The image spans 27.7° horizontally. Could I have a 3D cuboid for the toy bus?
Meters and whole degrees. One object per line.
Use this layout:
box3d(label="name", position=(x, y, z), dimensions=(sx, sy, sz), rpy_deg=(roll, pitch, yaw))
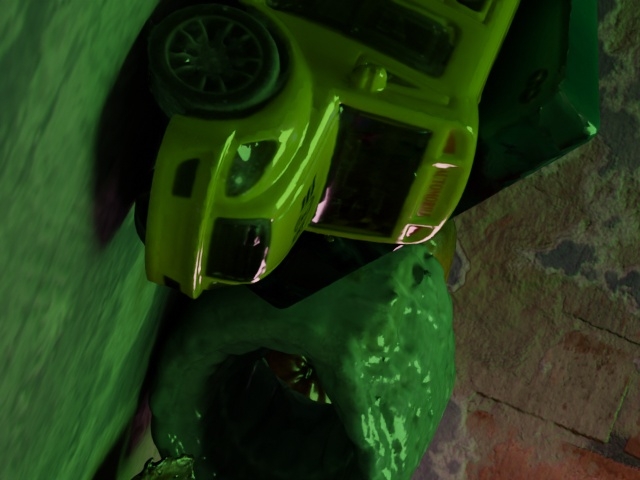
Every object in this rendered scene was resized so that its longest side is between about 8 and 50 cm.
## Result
box3d(label="toy bus", position=(0.025, -0.113, 0.657), dimensions=(0.144, 0.152, 0.330), rpy_deg=(108, 6, -59))

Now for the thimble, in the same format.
box3d(label="thimble", position=(-0.013, 0.102, 0.943), dimensions=(0.250, 0.205, 0.172), rpy_deg=(-50, -177, 40))

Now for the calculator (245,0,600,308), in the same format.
box3d(label="calculator", position=(0.065, -0.097, 0.817), dimensions=(0.274, 0.058, 0.248), rpy_deg=(-29, -146, 34))

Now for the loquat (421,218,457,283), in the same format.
box3d(label="loquat", position=(0.066, 0.011, 1.620), dimensions=(0.238, 0.193, 0.238), rpy_deg=(-41, 146, -36))

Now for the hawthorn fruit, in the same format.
box3d(label="hawthorn fruit", position=(-0.027, 0.150, 1.524), dimensions=(0.162, 0.163, 0.203), rpy_deg=(-67, -168, -10))

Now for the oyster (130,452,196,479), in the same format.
box3d(label="oyster", position=(-0.143, 0.221, 0.922), dimensions=(0.105, 0.056, 0.177), rpy_deg=(-45, 159, -49))
